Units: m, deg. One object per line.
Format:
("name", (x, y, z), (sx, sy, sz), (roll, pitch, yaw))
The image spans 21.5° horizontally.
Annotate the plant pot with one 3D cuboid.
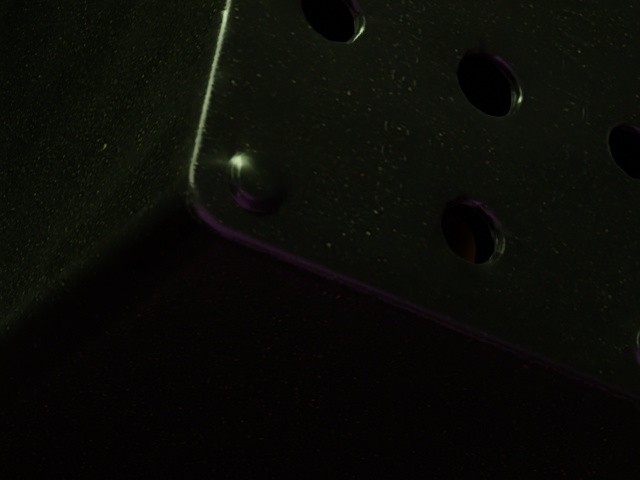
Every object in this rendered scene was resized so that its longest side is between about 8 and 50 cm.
("plant pot", (0.000, 0.000, 0.433), (0.187, 0.167, 0.188), (23, 54, -19))
